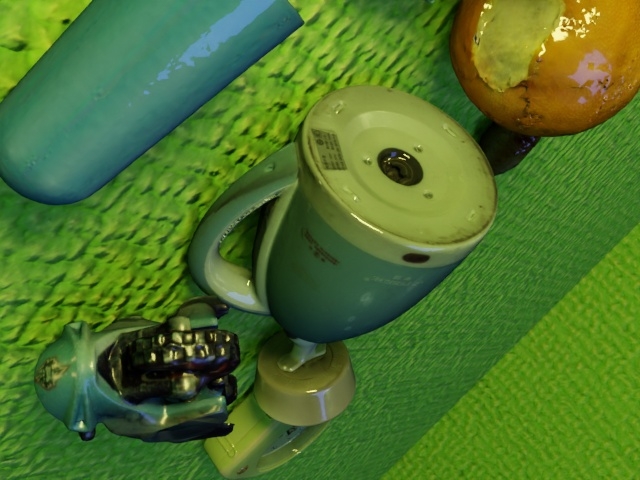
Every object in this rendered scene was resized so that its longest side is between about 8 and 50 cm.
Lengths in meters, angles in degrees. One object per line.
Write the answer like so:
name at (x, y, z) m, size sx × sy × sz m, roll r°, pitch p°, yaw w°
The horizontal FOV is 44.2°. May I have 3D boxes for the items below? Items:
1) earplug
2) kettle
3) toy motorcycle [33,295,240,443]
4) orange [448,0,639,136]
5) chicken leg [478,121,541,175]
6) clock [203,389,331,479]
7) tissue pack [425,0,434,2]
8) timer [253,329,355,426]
earplug at (-0.158, -0.136, 0.645) m, size 0.273 × 0.132 × 0.132 m, roll -41°, pitch 155°, yaw 8°
kettle at (0.000, 0.000, 0.997) m, size 0.319 × 0.247 × 0.342 m, roll 10°, pitch 141°, yaw -21°
toy motorcycle at (-0.219, 0.174, 1.005) m, size 0.232 × 0.172 × 0.416 m, roll -6°, pitch 164°, yaw -8°
orange at (0.276, -0.241, 0.942) m, size 0.240 × 0.240 × 0.240 m, roll -32°, pitch 153°, yaw -18°
chicken leg at (0.334, -0.188, 1.293) m, size 0.322 × 0.083 × 0.177 m, roll -50°, pitch 168°, yaw 12°
clock at (-0.074, 0.367, 1.579) m, size 0.235 × 0.096 × 0.308 m, roll -47°, pitch 154°, yaw 10°
tissue pack at (0.099, -0.291, 0.794) m, size 0.111 × 0.079 × 0.085 m, roll -2°, pitch 134°, yaw -52°
timer at (-0.030, 0.150, 1.274) m, size 0.175 × 0.175 × 0.266 m, roll -27°, pitch 135°, yaw -27°
